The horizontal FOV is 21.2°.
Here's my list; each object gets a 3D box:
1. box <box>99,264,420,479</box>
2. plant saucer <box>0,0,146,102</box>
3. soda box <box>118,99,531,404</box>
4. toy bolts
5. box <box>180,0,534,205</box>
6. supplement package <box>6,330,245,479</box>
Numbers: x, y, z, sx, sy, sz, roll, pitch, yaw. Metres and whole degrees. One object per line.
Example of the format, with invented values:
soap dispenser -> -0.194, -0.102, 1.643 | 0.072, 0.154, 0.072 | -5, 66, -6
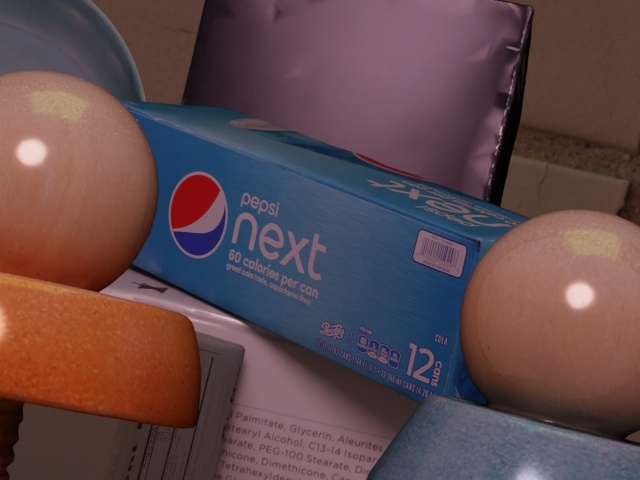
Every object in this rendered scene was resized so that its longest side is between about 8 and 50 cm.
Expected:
box -> -0.010, 0.079, 0.776 | 0.182, 0.119, 0.181 | 13, 11, 6
plant saucer -> -0.248, -0.029, 0.997 | 0.317, 0.317, 0.044 | 12, -25, 18
soda box -> 0.000, 0.000, 0.693 | 0.210, 0.067, 0.071 | 24, 16, 41
toy bolts -> -0.005, 0.051, 0.387 | 0.228, 0.158, 0.218 | 15, -4, -17
box -> 0.010, 0.024, 1.051 | 0.179, 0.312, 0.343 | 13, -4, 6
supplement package -> -0.100, 0.070, 0.590 | 0.105, 0.105, 0.179 | 14, -4, 9
